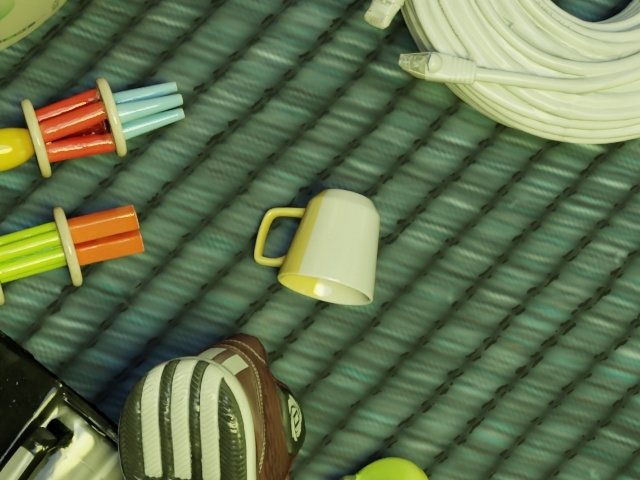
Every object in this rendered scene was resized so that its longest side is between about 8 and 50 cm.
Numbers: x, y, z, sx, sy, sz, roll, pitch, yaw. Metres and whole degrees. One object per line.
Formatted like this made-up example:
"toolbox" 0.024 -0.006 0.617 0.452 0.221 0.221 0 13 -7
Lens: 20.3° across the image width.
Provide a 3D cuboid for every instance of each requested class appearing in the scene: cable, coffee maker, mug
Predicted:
"cable" 0.174 -0.188 1.162 0.257 0.089 0.257 21 83 -6
"coffee maker" -0.217 0.151 1.086 0.171 0.120 0.178 33 80 36
"mug" 0.003 0.000 1.142 0.078 0.062 0.064 17 76 -12

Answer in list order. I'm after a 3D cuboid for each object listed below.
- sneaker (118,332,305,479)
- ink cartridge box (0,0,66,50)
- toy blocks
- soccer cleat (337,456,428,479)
"sneaker" -0.049 0.188 1.090 0.106 0.162 0.281 8 107 16
"ink cartridge box" -0.170 -0.152 1.069 0.225 0.181 0.056 -5 87 -9
"toy blocks" -0.149 -0.036 1.127 0.148 0.054 0.123 -16 88 -8
"soccer cleat" 0.019 0.280 1.123 0.121 0.093 0.289 25 77 -35
